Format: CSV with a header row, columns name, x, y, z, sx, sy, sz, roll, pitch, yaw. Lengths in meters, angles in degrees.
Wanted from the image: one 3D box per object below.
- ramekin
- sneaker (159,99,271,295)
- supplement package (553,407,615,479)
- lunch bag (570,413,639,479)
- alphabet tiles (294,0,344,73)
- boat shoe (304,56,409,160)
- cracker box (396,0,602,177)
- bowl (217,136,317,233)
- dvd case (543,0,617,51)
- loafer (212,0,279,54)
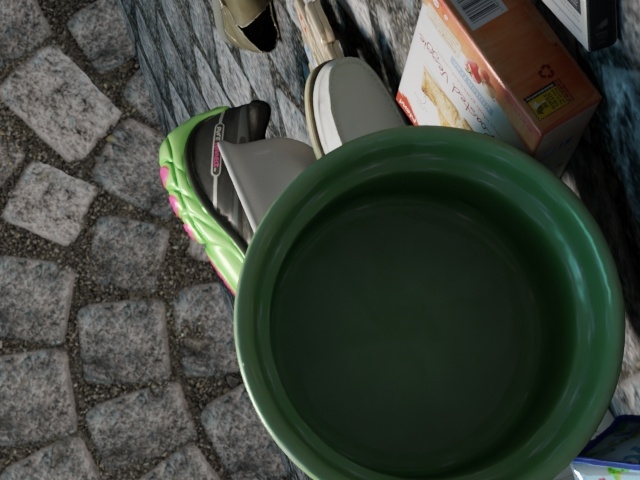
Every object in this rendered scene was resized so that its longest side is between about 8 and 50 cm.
name,x,y,z,sx,sy,sz,roll,pitch,yaw
ramekin,0.077,0.070,1.458,0.148,0.303,0.303,128,122,-79
sneaker,-0.006,0.033,2.288,0.482,0.202,0.185,54,-174,-9
supplement package,0.167,0.230,1.713,0.194,0.203,0.149,84,163,-49
lunch bag,0.283,0.209,1.404,0.151,0.096,0.128,2,115,47
alphabet tiles,0.030,-0.144,2.136,0.284,0.021,0.278,75,173,-53
boat shoe,0.078,-0.061,1.933,0.302,0.113,0.103,68,158,3
cracker box,0.142,-0.118,1.519,0.155,0.067,0.232,55,166,14
bowl,0.000,0.000,2.067,0.298,0.134,0.297,158,90,-89
dvd case,0.159,-0.279,1.316,0.179,0.030,0.238,-121,15,-46
loafer,-0.098,-0.334,2.386,0.087,0.094,0.251,36,162,27
